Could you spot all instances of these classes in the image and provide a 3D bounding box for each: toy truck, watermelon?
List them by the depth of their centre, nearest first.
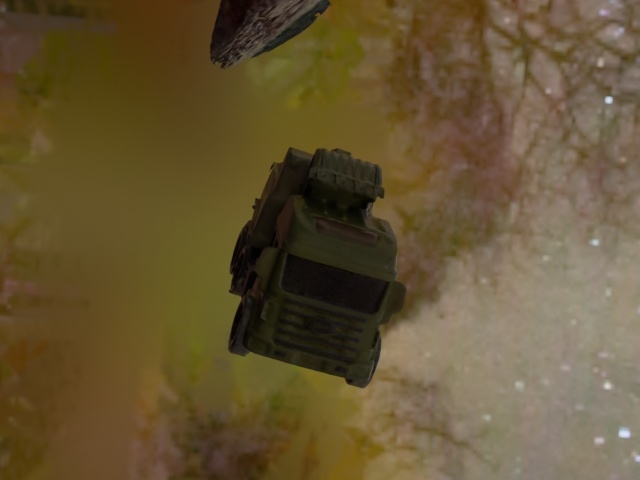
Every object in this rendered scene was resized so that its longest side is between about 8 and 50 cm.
[{"bbox_3d":[0.005,-0.159,0.658,0.180,0.081,0.094,-41,-158,5],"label":"watermelon"},{"bbox_3d":[0.000,0.000,0.760,0.191,0.085,0.116,-101,-152,-72],"label":"toy truck"}]
